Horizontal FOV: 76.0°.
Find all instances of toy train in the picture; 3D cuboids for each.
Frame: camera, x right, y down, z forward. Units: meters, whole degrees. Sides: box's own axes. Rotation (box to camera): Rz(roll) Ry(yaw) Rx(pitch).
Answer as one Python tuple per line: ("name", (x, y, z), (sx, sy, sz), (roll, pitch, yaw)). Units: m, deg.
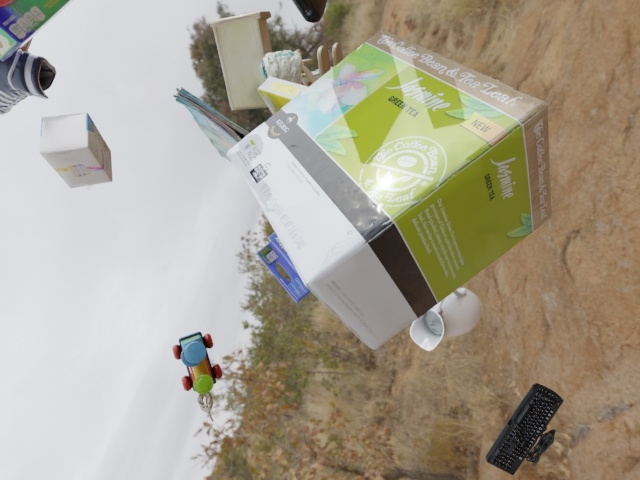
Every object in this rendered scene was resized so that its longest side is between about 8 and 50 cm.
("toy train", (-0.302, 0.367, 1.059), (0.143, 0.105, 0.247), (-20, 87, 70))

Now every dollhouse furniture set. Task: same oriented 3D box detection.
("dollhouse furniture set", (-0.158, -0.608, 1.366), (0.394, 0.362, 0.256), (-52, -41, -54))

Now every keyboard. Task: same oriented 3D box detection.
("keyboard", (0.415, 0.380, 0.801), (0.192, 0.100, 0.038), (-62, 8, 9))

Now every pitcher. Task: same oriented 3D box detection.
("pitcher", (0.343, 0.178, 1.075), (0.125, 0.207, 0.177), (39, 128, 35))

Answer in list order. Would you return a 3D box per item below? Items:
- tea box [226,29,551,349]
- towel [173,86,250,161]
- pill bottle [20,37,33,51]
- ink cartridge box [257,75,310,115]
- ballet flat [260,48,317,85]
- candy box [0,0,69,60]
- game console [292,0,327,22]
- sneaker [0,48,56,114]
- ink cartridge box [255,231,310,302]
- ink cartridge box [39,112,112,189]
("tea box", (0.087, -0.087, 0.609), (0.329, 0.324, 0.220), (53, -179, 43))
("towel", (-0.249, -0.266, 1.193), (0.040, 0.271, 0.370), (-52, -13, -8))
("pill bottle", (-0.852, -0.585, 1.115), (0.216, 0.121, 0.121), (-55, 10, 15))
("ink cartridge box", (0.013, -0.275, 1.094), (0.072, 0.307, 0.303), (-49, -37, -11))
("ballet flat", (-0.048, -0.414, 1.255), (0.409, 0.147, 0.146), (51, -132, -66))
("candy box", (-0.680, -0.578, 0.806), (0.317, 0.122, 0.268), (46, -130, -39))
("game console", (-0.068, -0.628, 0.673), (0.386, 0.060, 0.341), (34, -122, -54))
("sneaker", (-0.760, -0.386, 1.034), (0.282, 0.153, 0.099), (-28, 56, 56))
("ink cartridge box", (0.000, 0.000, 1.091), (0.311, 0.185, 0.065), (-39, -7, -5))
("ink cartridge box", (-0.506, -0.182, 0.864), (0.143, 0.090, 0.092), (99, 158, -65))
